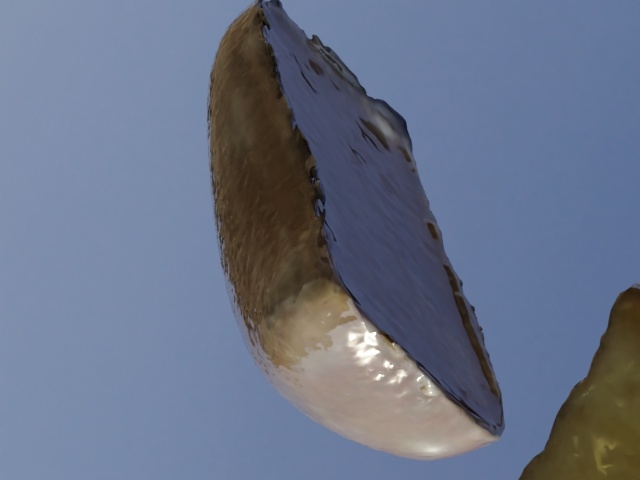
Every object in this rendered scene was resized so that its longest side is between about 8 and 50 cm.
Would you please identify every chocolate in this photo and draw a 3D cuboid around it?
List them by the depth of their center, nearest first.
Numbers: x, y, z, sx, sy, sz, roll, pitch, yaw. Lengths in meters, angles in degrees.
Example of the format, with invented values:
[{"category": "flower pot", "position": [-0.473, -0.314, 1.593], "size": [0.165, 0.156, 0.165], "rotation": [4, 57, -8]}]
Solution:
[{"category": "chocolate", "position": [-0.001, 0.000, 0.754], "size": [0.083, 0.161, 0.261], "rotation": [-33, -144, 16]}]

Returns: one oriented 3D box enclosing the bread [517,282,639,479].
[{"category": "bread", "position": [0.089, 0.076, 0.301], "size": [0.084, 0.080, 0.109], "rotation": [-58, -156, 13]}]
